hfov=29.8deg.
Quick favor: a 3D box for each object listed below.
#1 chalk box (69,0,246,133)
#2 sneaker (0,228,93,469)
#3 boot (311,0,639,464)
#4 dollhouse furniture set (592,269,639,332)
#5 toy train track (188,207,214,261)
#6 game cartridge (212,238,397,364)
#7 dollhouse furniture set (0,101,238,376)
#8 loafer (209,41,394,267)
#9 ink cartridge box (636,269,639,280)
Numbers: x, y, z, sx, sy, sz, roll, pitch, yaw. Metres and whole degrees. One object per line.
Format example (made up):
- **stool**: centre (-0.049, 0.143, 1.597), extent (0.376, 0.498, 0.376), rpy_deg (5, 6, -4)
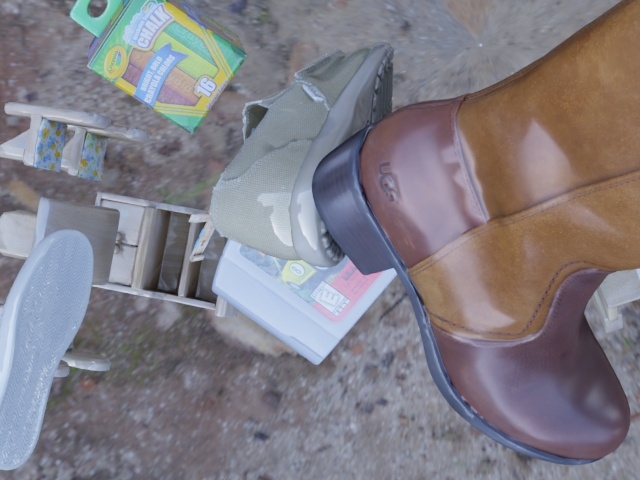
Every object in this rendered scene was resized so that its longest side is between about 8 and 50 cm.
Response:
- **chalk box**: centre (-0.224, -0.263, 1.588), extent (0.213, 0.132, 0.132), rpy_deg (31, 103, -19)
- **sneaker**: centre (-0.390, 0.116, 1.463), extent (0.169, 0.108, 0.293), rpy_deg (8, 75, 40)
- **boot**: centre (0.161, 0.008, 0.625), extent (0.280, 0.096, 0.264), rpy_deg (-21, 108, 51)
- **dollhouse furniture set**: centre (0.427, 0.040, 1.626), extent (0.123, 0.151, 0.144), rpy_deg (-19, 59, 6)
- **toy train track**: centre (-0.094, -0.006, 1.035), extent (0.014, 0.048, 0.083), rpy_deg (61, 141, 27)
- **game cartridge**: centre (0.000, 0.000, 1.468), extent (0.196, 0.060, 0.294), rpy_deg (37, 118, -1)
- **dollhouse furniture set**: centre (-0.293, 0.013, 1.797), extent (0.256, 0.394, 0.362), rpy_deg (10, 90, 16)
- **loafer**: centre (-0.006, -0.071, 0.824), extent (0.092, 0.268, 0.102), rpy_deg (5, 115, 11)
- **ink cartridge box**: centre (0.482, 0.051, 1.197), extent (0.289, 0.121, 0.211), rpy_deg (1, 56, -21)
